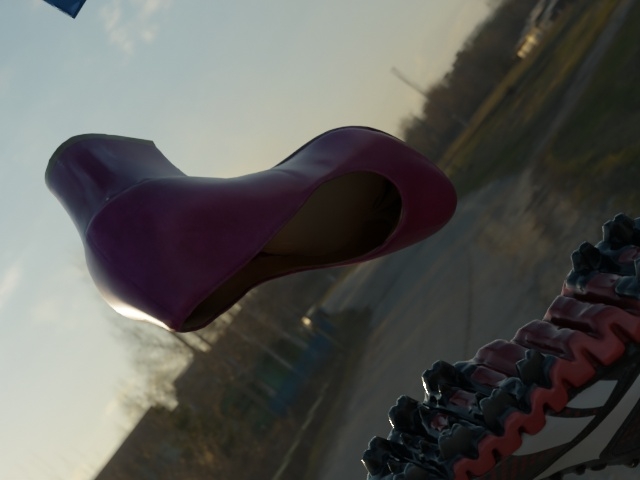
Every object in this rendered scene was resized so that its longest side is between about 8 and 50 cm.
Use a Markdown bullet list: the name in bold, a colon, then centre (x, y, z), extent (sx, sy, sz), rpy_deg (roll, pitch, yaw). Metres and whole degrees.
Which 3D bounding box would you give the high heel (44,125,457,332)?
- **high heel**: centre (0.000, 0.000, 0.503), extent (0.244, 0.117, 0.082), rpy_deg (7, -60, -44)

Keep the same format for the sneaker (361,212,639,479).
- **sneaker**: centre (0.152, 0.104, 0.660), extent (0.276, 0.135, 0.097), rpy_deg (-37, 19, -14)

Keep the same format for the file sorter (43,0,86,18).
- **file sorter**: centre (-0.257, -0.341, 1.106), extent (0.170, 0.118, 0.104), rpy_deg (-41, 27, 44)
